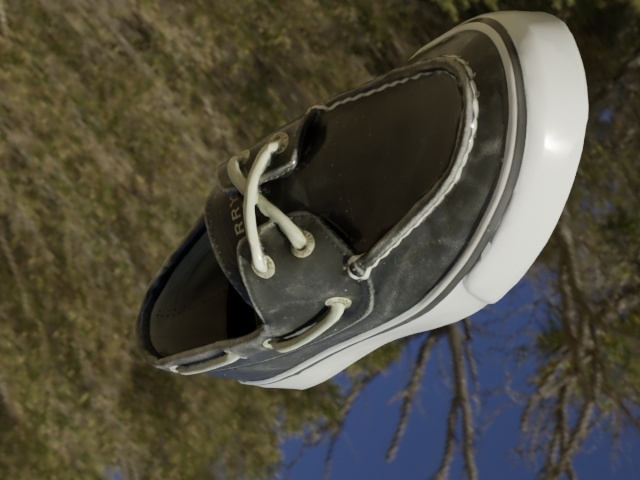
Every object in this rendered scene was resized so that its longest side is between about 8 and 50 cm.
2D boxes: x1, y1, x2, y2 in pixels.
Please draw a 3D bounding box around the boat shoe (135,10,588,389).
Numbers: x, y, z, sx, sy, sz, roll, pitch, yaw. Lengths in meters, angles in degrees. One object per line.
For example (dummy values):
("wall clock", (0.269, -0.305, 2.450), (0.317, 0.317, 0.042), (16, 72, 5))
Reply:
("boat shoe", (0.000, 0.000, 0.388), (0.219, 0.070, 0.078), (-45, -131, 51))
